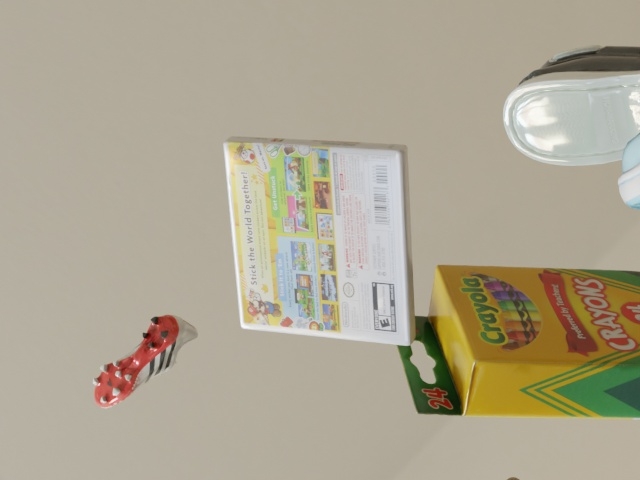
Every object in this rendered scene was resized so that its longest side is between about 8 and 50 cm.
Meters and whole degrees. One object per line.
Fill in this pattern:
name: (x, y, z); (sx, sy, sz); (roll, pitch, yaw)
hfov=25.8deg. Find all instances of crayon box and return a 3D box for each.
crayon box: (0.248, 0.112, 1.567); (0.318, 0.202, 0.081); (1, -60, -11)

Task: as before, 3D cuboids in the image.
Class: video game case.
video game case: (0.000, 0.000, 1.529); (0.026, 0.206, 0.227); (-46, -44, -59)

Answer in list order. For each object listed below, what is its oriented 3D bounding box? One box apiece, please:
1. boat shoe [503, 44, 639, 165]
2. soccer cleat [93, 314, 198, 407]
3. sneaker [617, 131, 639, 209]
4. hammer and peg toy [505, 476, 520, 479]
boat shoe: (0.307, -0.117, 1.165); (0.091, 0.302, 0.114); (-50, -38, -47)
soccer cleat: (-0.113, 0.080, 0.895); (0.083, 0.029, 0.035); (-47, -36, 18)
sneaker: (0.305, -0.156, 0.923); (0.127, 0.319, 0.208); (0, -111, -37)
hammer and peg toy: (0.105, 0.383, 1.242); (0.127, 0.361, 0.266); (9, -50, -26)
